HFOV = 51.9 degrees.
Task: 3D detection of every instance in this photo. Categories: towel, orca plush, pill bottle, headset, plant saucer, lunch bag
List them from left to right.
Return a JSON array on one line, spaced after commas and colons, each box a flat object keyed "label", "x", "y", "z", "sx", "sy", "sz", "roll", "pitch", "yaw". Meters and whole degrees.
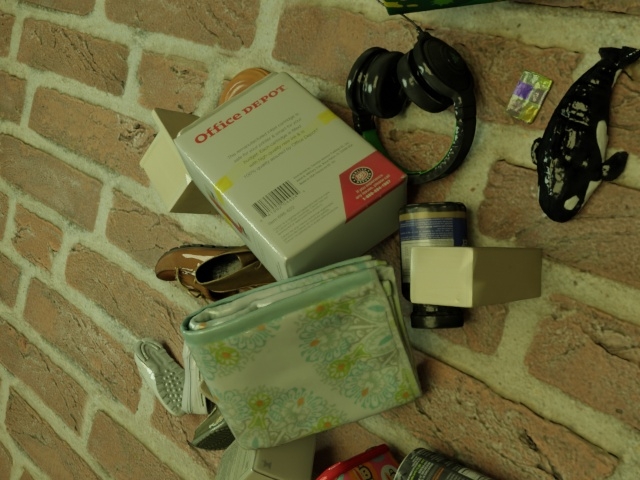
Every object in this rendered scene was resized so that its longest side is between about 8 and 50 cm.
[{"label": "plant saucer", "x": -0.171, "y": -0.306, "z": 1.535, "sx": 0.199, "sy": 0.037, "sz": 0.200, "roll": -1, "pitch": 88, "yaw": 38}, {"label": "towel", "x": -0.020, "y": 0.213, "z": 1.173, "sx": 0.374, "sy": 0.090, "sz": 0.321, "roll": -17, "pitch": 119, "yaw": 2}, {"label": "lunch bag", "x": 0.013, "y": 0.521, "z": 1.231, "sx": 0.293, "sy": 0.258, "sz": 0.120, "roll": -51, "pitch": 63, "yaw": 25}, {"label": "headset", "x": 0.176, "y": -0.306, "z": 1.223, "sx": 0.243, "sy": 0.185, "sz": 0.395, "roll": 1, "pitch": 105, "yaw": 42}, {"label": "pill bottle", "x": 0.203, "y": 0.045, "z": 1.175, "sx": 0.122, "sy": 0.122, "sz": 0.220, "roll": -4, "pitch": 87, "yaw": 38}, {"label": "pill bottle", "x": 0.252, "y": 0.461, "z": 1.123, "sx": 0.245, "sy": 0.130, "sz": 0.131, "roll": 14, "pitch": 98, "yaw": 38}, {"label": "towel", "x": 0.356, "y": -0.246, "z": 1.130, "sx": 0.060, "sy": 0.009, "sz": 0.083, "roll": 38, "pitch": 112, "yaw": 33}, {"label": "orca plush", "x": 0.408, "y": -0.168, "z": 1.028, "sx": 0.151, "sy": 0.102, "sz": 0.287, "roll": 41, "pitch": 113, "yaw": 31}]

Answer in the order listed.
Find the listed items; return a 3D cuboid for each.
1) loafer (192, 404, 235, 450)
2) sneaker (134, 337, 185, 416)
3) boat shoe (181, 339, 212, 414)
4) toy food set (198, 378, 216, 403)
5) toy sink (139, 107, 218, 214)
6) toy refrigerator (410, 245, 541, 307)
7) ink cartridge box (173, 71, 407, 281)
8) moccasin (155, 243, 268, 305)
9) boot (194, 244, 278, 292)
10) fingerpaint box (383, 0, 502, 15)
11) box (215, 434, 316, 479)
[{"label": "loafer", "x": -0.205, "y": 0.403, "z": 1.528, "sx": 0.251, "sy": 0.094, "sz": 0.087, "roll": -40, "pitch": 41, "yaw": 21}, {"label": "sneaker", "x": -0.405, "y": 0.361, "z": 1.692, "sx": 0.235, "sy": 0.090, "sz": 0.095, "roll": 51, "pitch": 136, "yaw": 28}, {"label": "boat shoe", "x": -0.285, "y": 0.313, "z": 1.600, "sx": 0.075, "sy": 0.083, "sz": 0.227, "roll": 6, "pitch": 99, "yaw": 16}, {"label": "toy food set", "x": -0.082, "y": 0.281, "z": 1.340, "sx": 0.219, "sy": 0.092, "sz": 0.306, "roll": 38, "pitch": 119, "yaw": -14}, {"label": "toy sink", "x": -0.329, "y": -0.185, "z": 1.585, "sx": 0.131, "sy": 0.152, "sz": 0.234, "roll": -48, "pitch": 63, "yaw": 28}, {"label": "toy refrigerator", "x": 0.254, "y": 0.056, "z": 1.041, "sx": 0.102, "sy": 0.269, "sz": 0.094, "roll": 1, "pitch": 90, "yaw": 38}, {"label": "ink cartridge box", "x": -0.059, "y": -0.118, "z": 1.281, "sx": 0.279, "sy": 0.160, "sz": 0.385, "roll": -35, "pitch": 60, "yaw": -15}, {"label": "moccasin", "x": -0.240, "y": 0.087, "z": 1.531, "sx": 0.379, "sy": 0.139, "sz": 0.147, "roll": 1, "pitch": 81, "yaw": 29}, {"label": "boot", "x": -0.110, "y": 0.039, "z": 1.340, "sx": 0.305, "sy": 0.115, "sz": 0.113, "roll": -19, "pitch": 82, "yaw": 7}, {"label": "fingerpaint box", "x": 0.267, "y": -0.618, "z": 1.028, "sx": 0.370, "sy": 0.163, "sz": 0.446, "roll": -2, "pitch": 87, "yaw": 14}, {"label": "box", "x": -0.121, "y": 0.477, "z": 1.362, "sx": 0.232, "sy": 0.126, "sz": 0.149, "roll": -52, "pitch": 18, "yaw": 39}]
